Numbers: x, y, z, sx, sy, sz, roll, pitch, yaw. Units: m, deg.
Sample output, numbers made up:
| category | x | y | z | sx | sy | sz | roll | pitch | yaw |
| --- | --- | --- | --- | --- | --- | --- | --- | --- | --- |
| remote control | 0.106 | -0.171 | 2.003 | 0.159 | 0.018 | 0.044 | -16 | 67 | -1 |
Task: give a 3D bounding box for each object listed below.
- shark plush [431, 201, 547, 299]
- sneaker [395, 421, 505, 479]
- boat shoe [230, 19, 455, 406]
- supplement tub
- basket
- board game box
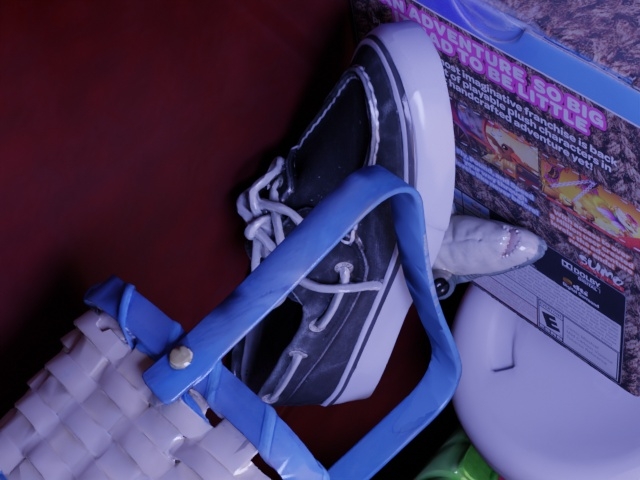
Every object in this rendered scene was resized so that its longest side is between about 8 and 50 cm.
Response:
| category | x | y | z | sx | sy | sz | roll | pitch | yaw |
| --- | --- | --- | --- | --- | --- | --- | --- | --- | --- |
| shark plush | 0.086 | 0.020 | 0.904 | 0.067 | 0.073 | 0.161 | 3 | 158 | -15 |
| sneaker | 0.075 | 0.280 | 1.223 | 0.202 | 0.185 | 0.482 | -24 | 175 | 32 |
| boat shoe | -0.002 | -0.003 | 0.862 | 0.105 | 0.113 | 0.306 | -8 | 144 | -22 |
| supplement tub | 0.257 | 0.138 | 1.139 | 0.235 | 0.235 | 0.325 | -50 | 146 | -5 |
| basket | -0.037 | 0.118 | 0.771 | 0.289 | 0.201 | 0.255 | -47 | 148 | -15 |
| board game box | 0.156 | -0.082 | 0.869 | 0.141 | 0.232 | 0.291 | -41 | 147 | -21 |
